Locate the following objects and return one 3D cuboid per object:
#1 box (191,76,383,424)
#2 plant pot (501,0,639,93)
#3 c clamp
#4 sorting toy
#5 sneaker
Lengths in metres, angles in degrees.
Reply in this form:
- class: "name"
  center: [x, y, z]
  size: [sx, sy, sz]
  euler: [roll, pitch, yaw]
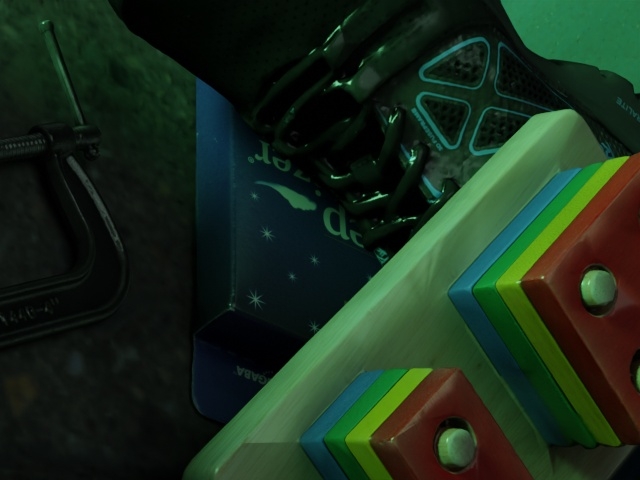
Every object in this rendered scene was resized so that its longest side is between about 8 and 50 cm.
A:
- class: "box"
  center: [0.000, 0.000, 0.910]
  size: [0.136, 0.036, 0.225]
  euler: [24, 48, -33]
- class: "plant pot"
  center: [0.278, -0.155, 1.072]
  size: [0.341, 0.334, 0.341]
  euler: [26, 47, -31]
- class: "c clamp"
  center: [-0.142, -0.018, 0.791]
  size: [0.161, 0.022, 0.137]
  euler: [-24, 85, -53]
- class: "sorting toy"
  center: [0.114, 0.113, 0.791]
  size: [0.257, 0.089, 0.255]
  euler: [-44, 110, -31]
- class: "sneaker"
  center: [0.043, -0.056, 0.866]
  size: [0.341, 0.125, 0.139]
  euler: [26, 50, -28]
